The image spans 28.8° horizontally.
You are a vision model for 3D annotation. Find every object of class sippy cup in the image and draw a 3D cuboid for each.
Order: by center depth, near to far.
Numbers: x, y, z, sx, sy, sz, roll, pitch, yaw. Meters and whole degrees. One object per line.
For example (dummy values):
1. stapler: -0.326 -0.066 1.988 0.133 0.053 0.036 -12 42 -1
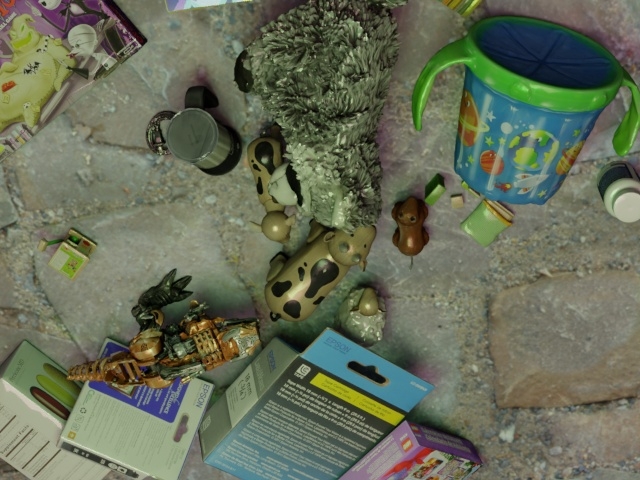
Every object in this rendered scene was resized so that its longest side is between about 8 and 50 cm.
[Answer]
1. sippy cup: 0.303 -0.182 1.851 0.305 0.240 0.224 26 126 18

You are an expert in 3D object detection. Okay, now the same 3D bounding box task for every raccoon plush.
1. raccoon plush: 0.074 -0.210 1.746 0.446 0.216 0.299 -40 79 36

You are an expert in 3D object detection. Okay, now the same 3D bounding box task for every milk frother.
1. milk frother: -0.212 -0.159 1.924 0.143 0.135 0.129 -22 80 9

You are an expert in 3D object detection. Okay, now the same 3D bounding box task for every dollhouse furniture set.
1. dollhouse furniture set: 0.237 -0.046 1.990 0.151 0.058 0.076 37 111 -12

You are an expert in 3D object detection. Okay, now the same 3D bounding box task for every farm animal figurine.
1. farm animal figurine: 0.000 0.000 1.961 0.330 0.172 0.327 24 113 -7

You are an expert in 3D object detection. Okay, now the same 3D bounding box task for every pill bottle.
1. pill bottle: 0.469 -0.072 1.931 0.067 0.120 0.067 1 113 3

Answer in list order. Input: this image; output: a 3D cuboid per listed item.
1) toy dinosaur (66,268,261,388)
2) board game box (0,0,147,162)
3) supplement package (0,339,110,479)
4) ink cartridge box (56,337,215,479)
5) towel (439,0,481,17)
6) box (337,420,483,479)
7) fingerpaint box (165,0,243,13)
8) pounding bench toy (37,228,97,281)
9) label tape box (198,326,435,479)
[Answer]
1. toy dinosaur: -0.254 0.166 2.024 0.322 0.218 0.164 3 114 2
2. board game box: -0.465 -0.280 1.937 0.347 0.056 0.208 -36 103 17
3. supplement package: -0.469 0.315 2.144 0.244 0.139 0.134 40 111 -14
4. ink cartridge box: -0.307 0.293 2.096 0.208 0.206 0.045 24 143 -5
5. towel: 0.155 -0.414 1.810 0.237 0.021 0.102 24 118 -29
6. box: 0.114 0.437 2.154 0.293 0.057 0.201 -44 140 19
7. fingerpaint box: -0.138 -0.561 1.619 0.163 0.371 0.445 -7 112 6
8. pounding bench toy: -0.419 0.014 2.050 0.083 0.065 0.052 34 112 -11
9. label tape box: -0.010 0.276 2.089 0.240 0.106 0.334 31 113 -27
